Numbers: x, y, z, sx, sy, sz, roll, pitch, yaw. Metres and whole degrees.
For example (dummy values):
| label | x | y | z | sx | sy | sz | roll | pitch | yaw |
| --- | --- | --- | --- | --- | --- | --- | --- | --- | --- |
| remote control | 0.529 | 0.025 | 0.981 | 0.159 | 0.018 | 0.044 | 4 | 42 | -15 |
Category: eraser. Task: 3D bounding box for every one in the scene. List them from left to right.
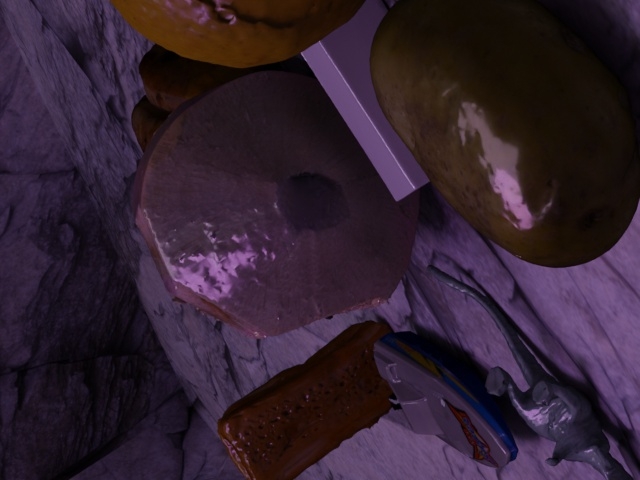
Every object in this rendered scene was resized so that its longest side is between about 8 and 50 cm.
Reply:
| label | x | y | z | sx | sy | sz | roll | pitch | yaw |
| --- | --- | --- | --- | --- | --- | --- | --- | --- | --- |
| eraser | 0.031 | -0.186 | 1.631 | 0.298 | 0.078 | 0.076 | 57 | 166 | 1 |

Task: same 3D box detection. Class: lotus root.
| label | x | y | z | sx | sy | sz | roll | pitch | yaw |
| --- | --- | --- | --- | --- | --- | --- | --- | --- | --- |
| lotus root | -0.149 | -0.159 | 2.124 | 0.193 | 0.193 | 0.291 | 63 | 166 | -22 |

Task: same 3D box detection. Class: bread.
| label | x | y | z | sx | sy | sz | roll | pitch | yaw |
| --- | --- | --- | --- | --- | --- | --- | --- | --- | --- |
| bread | 0.000 | 0.221 | 2.239 | 0.139 | 0.271 | 0.077 | 59 | 160 | -10 |

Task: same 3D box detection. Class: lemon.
| label | x | y | z | sx | sy | sz | roll | pitch | yaw |
| --- | --- | --- | --- | --- | --- | --- | --- | --- | --- |
| lemon | -0.069 | -0.276 | 1.386 | 0.293 | 0.293 | 0.293 | 53 | 166 | 20 |

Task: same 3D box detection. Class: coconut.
| label | x | y | z | sx | sy | sz | roll | pitch | yaw |
| --- | --- | --- | --- | --- | --- | --- | --- | --- | --- |
| coconut | -0.050 | -0.034 | 1.805 | 0.297 | 0.297 | 0.309 | 59 | 171 | -7 |

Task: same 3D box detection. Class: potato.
| label | x | y | z | sx | sy | sz | roll | pitch | yaw |
| --- | --- | --- | --- | --- | --- | --- | --- | --- | --- |
| potato | 0.145 | -0.093 | 1.288 | 0.228 | 0.149 | 0.197 | 37 | 135 | 42 |

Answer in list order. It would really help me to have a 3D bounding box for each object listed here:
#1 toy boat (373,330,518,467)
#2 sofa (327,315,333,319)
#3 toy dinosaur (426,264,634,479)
| label | x | y | z | sx | sy | sz | roll | pitch | yaw |
| --- | --- | --- | --- | --- | --- | --- | --- | --- | --- |
| toy boat | 0.157 | 0.201 | 2.027 | 0.129 | 0.088 | 0.295 | 63 | 166 | -23 |
| sofa | -0.041 | 0.071 | 2.495 | 0.147 | 0.060 | 0.085 | 32 | 152 | 60 |
| toy dinosaur | 0.209 | 0.138 | 1.724 | 0.383 | 0.076 | 0.129 | 58 | -168 | 26 |
